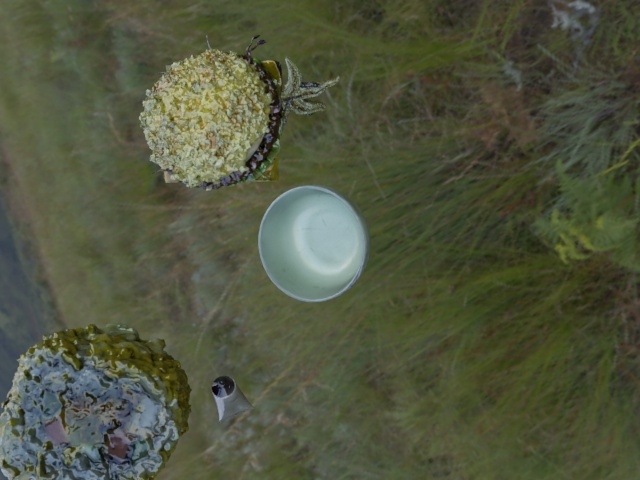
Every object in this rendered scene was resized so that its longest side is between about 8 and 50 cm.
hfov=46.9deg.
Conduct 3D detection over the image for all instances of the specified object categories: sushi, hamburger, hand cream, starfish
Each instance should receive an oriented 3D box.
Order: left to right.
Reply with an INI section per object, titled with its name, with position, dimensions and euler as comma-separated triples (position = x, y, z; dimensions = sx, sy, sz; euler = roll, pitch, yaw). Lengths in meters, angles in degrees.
[sushi]
position = -0.488, 0.367, 1.633
dimensions = 0.240, 0.397, 0.351
euler = -77, 0, -89
[hamburger]
position = -0.170, -0.202, 1.166
dimensions = 0.139, 0.243, 0.261
euler = 41, -132, -73
[hand cream]
position = -0.208, 0.364, 1.686
dimensions = 0.186, 0.087, 0.054
euler = 82, 164, -55
[starfish]
position = -0.056, -0.294, 1.480
dimensions = 0.053, 0.208, 0.176
euler = 43, 149, 29

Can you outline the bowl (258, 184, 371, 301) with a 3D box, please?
[bowl]
position = 0.000, 0.000, 1.965
dimensions = 0.307, 0.307, 0.163
euler = 59, -157, 4
